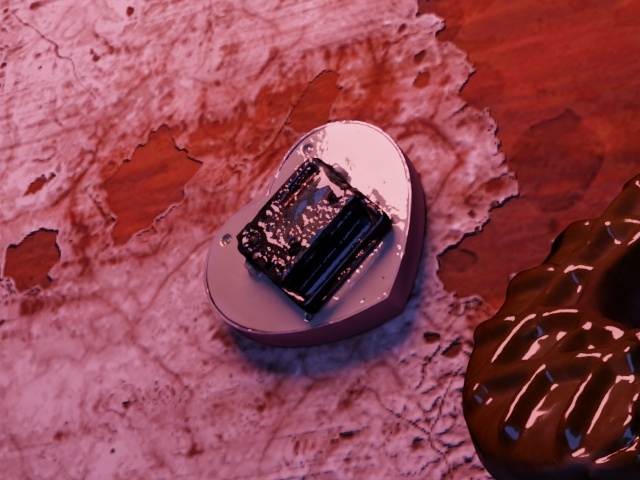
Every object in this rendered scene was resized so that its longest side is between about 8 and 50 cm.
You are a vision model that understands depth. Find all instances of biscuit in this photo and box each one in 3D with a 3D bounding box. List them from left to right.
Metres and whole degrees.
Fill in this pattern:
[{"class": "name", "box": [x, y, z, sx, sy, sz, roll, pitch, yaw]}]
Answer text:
[{"class": "biscuit", "box": [0.232, 0.048, 1.283, 0.366, 0.115, 0.268, -44, 21, -31]}]

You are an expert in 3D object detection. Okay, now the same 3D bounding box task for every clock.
[{"class": "clock", "box": [0.000, 0.000, 1.544, 0.198, 0.064, 0.172, -48, 52, 0]}]
